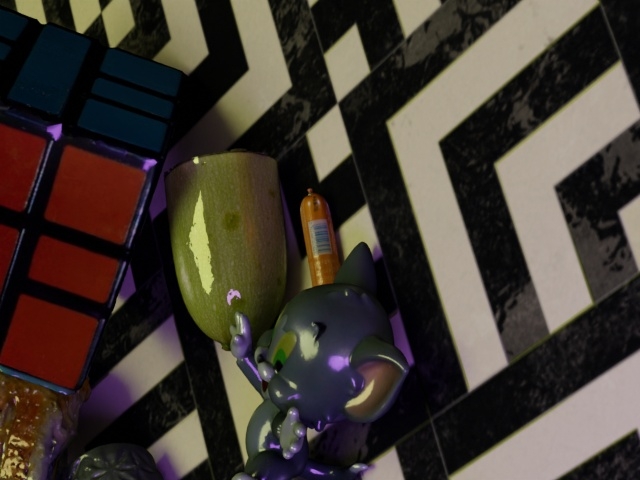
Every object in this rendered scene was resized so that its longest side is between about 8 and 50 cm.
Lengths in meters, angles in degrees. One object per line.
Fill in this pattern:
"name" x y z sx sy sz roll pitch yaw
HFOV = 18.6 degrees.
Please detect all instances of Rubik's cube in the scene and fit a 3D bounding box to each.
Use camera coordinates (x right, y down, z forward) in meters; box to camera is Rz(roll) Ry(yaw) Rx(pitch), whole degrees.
"Rubik's cube" -0.314 -0.054 1.992 0.288 0.283 0.293 -89 22 -69

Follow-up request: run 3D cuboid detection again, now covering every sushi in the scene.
"sushi" -0.335 0.215 2.124 0.274 0.139 0.184 -56 -21 -86

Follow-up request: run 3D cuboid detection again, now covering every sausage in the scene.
"sausage" 0.000 0.000 1.862 0.031 0.031 0.107 -30 62 47

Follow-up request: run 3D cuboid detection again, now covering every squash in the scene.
"squash" -0.091 0.016 1.908 0.123 0.123 0.187 -22 69 49

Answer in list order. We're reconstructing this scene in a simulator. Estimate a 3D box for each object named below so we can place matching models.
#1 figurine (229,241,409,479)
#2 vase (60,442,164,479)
"figurine" -0.010 0.156 1.775 0.193 0.140 0.265 -110 25 -63
"vase" -0.192 0.356 1.977 0.251 0.156 0.301 -33 49 13
